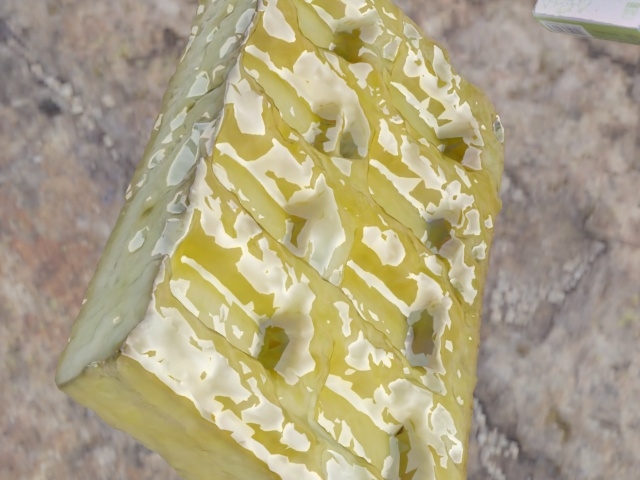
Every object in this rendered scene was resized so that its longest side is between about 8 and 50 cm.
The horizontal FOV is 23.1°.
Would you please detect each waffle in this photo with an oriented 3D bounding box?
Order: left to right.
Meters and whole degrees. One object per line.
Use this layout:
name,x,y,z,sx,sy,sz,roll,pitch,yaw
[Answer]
waffle,0.000,0.000,0.637,0.057,0.168,0.274,-28,34,35

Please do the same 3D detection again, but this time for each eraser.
eraser,0.129,-0.102,0.655,0.083,0.019,0.038,18,77,52
